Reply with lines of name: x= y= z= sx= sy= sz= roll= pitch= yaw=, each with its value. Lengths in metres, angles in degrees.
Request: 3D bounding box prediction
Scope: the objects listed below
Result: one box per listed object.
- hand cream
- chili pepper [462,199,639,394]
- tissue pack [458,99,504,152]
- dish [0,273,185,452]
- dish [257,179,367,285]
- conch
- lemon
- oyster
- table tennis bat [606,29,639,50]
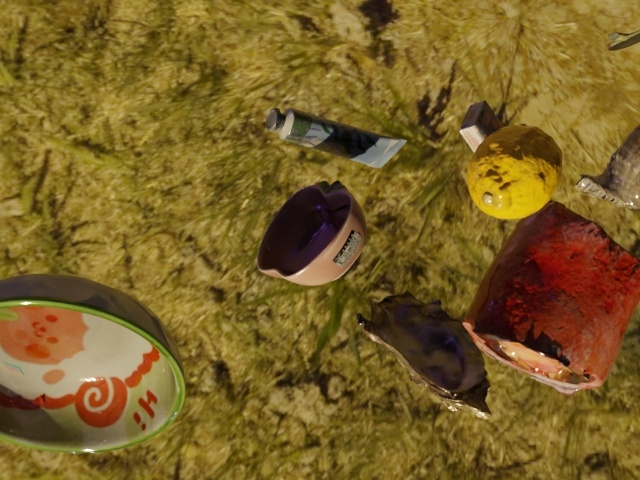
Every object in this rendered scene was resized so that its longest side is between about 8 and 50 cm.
hand cream: x=0.028 y=-0.190 z=1.639 sx=0.271 sy=0.058 sz=0.091 roll=13 pitch=139 yaw=-30
chili pepper: x=0.416 y=0.086 z=1.521 sx=0.251 sy=0.229 sz=0.305 roll=26 pitch=82 yaw=32
tissue pack: x=0.234 y=-0.147 z=1.254 sx=0.035 sy=0.063 sz=0.083 roll=-15 pitch=124 yaw=44
dish: x=-0.332 y=0.139 z=1.156 sx=0.324 sy=0.124 sz=0.324 roll=-1 pitch=135 yaw=-1
dish: x=0.000 y=0.000 z=1.513 sx=0.213 sy=0.213 sz=0.090 roll=-38 pitch=123 yaw=18
conch: x=0.395 y=-0.080 z=0.995 sx=0.207 sy=0.155 sz=0.130 roll=-20 pitch=79 yaw=31
lemon: x=0.242 y=-0.084 z=1.112 sx=0.114 sy=0.155 sz=0.114 roll=18 pitch=130 yaw=23
oyster: x=0.240 y=0.234 z=1.838 sx=0.361 sy=0.221 sz=0.096 roll=39 pitch=137 yaw=29
table tennis bat: x=0.504 y=-0.331 z=1.450 sx=0.087 sy=0.156 sz=0.013 roll=-21 pitch=86 yaw=37
